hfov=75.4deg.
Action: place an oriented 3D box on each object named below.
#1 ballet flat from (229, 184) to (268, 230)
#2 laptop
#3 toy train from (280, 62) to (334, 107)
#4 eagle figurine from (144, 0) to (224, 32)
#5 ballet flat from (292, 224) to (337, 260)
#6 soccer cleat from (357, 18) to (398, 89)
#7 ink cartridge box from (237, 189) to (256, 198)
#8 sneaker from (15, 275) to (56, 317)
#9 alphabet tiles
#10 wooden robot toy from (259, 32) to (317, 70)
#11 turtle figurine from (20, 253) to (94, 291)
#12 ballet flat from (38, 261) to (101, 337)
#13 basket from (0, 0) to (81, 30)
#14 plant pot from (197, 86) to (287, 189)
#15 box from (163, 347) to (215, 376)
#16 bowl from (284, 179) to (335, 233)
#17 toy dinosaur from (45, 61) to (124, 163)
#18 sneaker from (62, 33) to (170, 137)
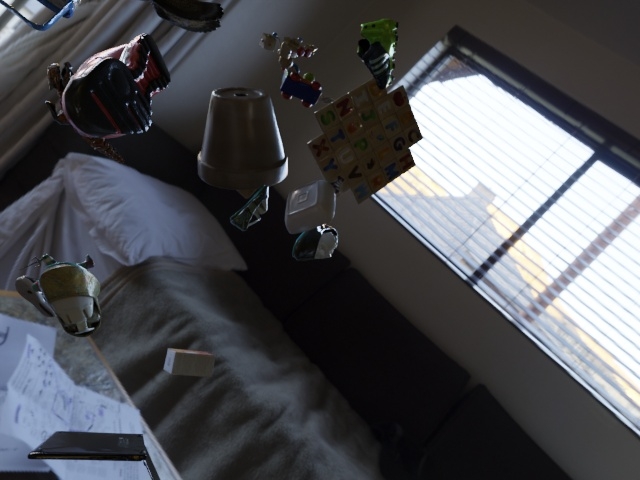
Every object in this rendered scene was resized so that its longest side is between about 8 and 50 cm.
[{"bbox_3d":[-0.192,-0.090,1.201,0.070,0.188,0.070,17,-46,18],"label":"ballet flat"},{"bbox_3d":[-0.576,0.689,1.156,0.407,0.237,0.382,13,-21,-21],"label":"laptop"},{"bbox_3d":[-0.036,-0.608,1.645,0.247,0.105,0.144,14,49,-24],"label":"toy train"},{"bbox_3d":[-0.484,-0.812,1.390,0.298,0.225,0.226,45,45,-26],"label":"eagle figurine"},{"bbox_3d":[0.000,0.000,1.206,0.096,0.096,0.280,17,18,8],"label":"ballet flat"},{"bbox_3d":[0.107,-0.351,0.787,0.072,0.060,0.179,2,-12,7],"label":"soccer cleat"},{"bbox_3d":[-0.268,-0.308,1.763,0.088,0.234,0.193,43,8,-23],"label":"ink cartridge box"},{"bbox_3d":[-1.058,0.183,1.580,0.121,0.079,0.217,-82,167,-47],"label":"sneaker"},{"bbox_3d":[0.136,-0.281,1.165,0.285,0.342,0.011,62,-17,-22],"label":"alphabet tiles"},{"bbox_3d":[-0.079,-0.456,1.027,0.076,0.079,0.173,45,37,20],"label":"wooden robot toy"},{"bbox_3d":[-0.943,0.132,1.481,0.118,0.175,0.234,54,33,13],"label":"turtle figurine"},{"bbox_3d":[-0.611,0.166,1.039,0.123,0.123,0.348,43,-33,3],"label":"ballet flat"},{"bbox_3d":[-0.919,-0.838,1.347,0.254,0.289,0.201,36,-31,-10],"label":"basket"},{"bbox_3d":[-0.271,-0.366,1.430,0.323,0.322,0.281,45,-40,46],"label":"plant pot"},{"bbox_3d":[-0.552,0.514,1.745,0.170,0.091,0.130,16,-15,-33],"label":"box"},{"bbox_3d":[-0.035,-0.096,1.086,0.053,0.142,0.142,49,32,-41],"label":"bowl"},{"bbox_3d":[-0.672,-0.380,1.243,0.164,0.218,0.322,61,-15,19],"label":"toy dinosaur"},{"bbox_3d":[-0.359,-0.246,0.698,0.314,0.136,0.116,-91,165,-52],"label":"sneaker"}]
